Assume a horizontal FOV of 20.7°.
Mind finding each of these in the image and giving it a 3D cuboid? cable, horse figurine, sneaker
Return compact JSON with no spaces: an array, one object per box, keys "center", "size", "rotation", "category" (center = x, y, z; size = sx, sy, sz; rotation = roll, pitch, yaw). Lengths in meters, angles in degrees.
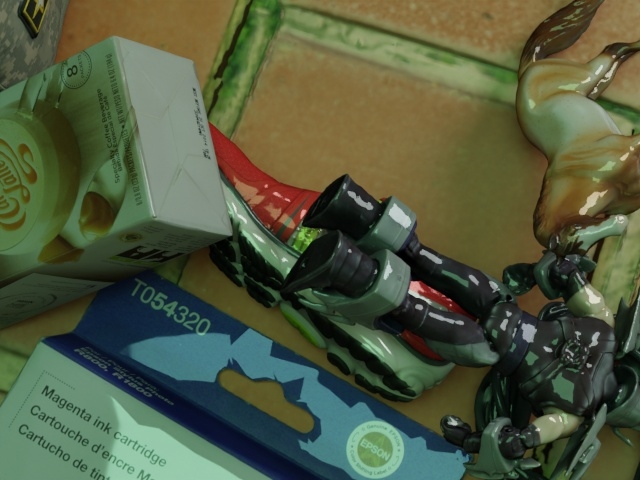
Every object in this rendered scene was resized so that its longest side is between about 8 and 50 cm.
[{"center":[0.187,0.136,1.289],"size":[0.151,0.047,0.184],"rotation":[-17,76,8],"category":"cable"},{"center":[0.210,-0.092,1.294],"size":[0.175,0.066,0.263],"rotation":[-21,47,2],"category":"horse figurine"},{"center":[0.000,0.000,1.321],"size":[0.279,0.107,0.118],"rotation":[43,69,8],"category":"sneaker"}]

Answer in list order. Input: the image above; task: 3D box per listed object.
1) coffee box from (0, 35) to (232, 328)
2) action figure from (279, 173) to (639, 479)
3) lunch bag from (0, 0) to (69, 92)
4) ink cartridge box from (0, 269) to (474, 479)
[{"center":[-0.201,-0.033,1.285],"size":[0.247,0.098,0.141],"rotation":[-22,72,29],"category":"coffee box"},{"center":[0.116,0.060,1.223],"size":[0.285,0.099,0.185],"rotation":[31,53,-10],"category":"action figure"},{"center":[-0.283,-0.243,1.321],"size":[0.169,0.235,0.287],"rotation":[-20,76,-2],"category":"lunch bag"},{"center":[-0.106,0.217,1.285],"size":[0.324,0.071,0.330],"rotation":[28,83,12],"category":"ink cartridge box"}]
